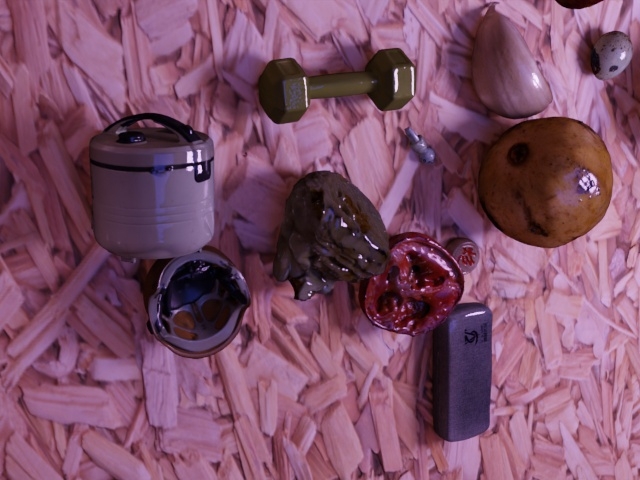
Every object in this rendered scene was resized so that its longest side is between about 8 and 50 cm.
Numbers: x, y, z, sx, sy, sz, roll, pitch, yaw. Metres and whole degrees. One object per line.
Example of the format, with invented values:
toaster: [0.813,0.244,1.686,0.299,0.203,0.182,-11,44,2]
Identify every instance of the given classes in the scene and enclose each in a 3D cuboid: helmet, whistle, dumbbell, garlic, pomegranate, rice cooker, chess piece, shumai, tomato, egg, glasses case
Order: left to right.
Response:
rice cooker: [-0.287,-0.097,1.557,0.226,0.226,0.244,-10,111,-23]
helmet: [-0.239,0.097,1.686,0.198,0.130,0.224,-19,128,-15]
shumai: [0.002,-0.001,1.770,0.218,0.189,0.256,-43,122,16]
dumbbell: [0.035,-0.293,1.709,0.302,0.121,0.108,-9,139,-23]
tomato: [0.179,0.084,1.909,0.228,0.101,0.228,-6,109,-16]
whistle: [0.204,-0.194,1.866,0.035,0.035,0.100,-45,118,-7]
chess piece: [0.309,0.035,1.989,0.083,0.038,0.084,-8,108,-26]
glasses case: [0.322,0.300,2.058,0.131,0.074,0.323,-11,110,-24]
garlic: [0.391,-0.354,1.869,0.245,0.145,0.164,56,46,-27]
pomegranate: [0.468,-0.123,1.891,0.281,0.281,0.281,-8,109,-24]
egg: [0.634,-0.404,1.984,0.085,0.085,0.110,15,115,-29]

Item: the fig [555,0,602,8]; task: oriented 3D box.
fig: [0.514,-0.614,1.818,0.190,0.190,0.290,-23,98,-18]
